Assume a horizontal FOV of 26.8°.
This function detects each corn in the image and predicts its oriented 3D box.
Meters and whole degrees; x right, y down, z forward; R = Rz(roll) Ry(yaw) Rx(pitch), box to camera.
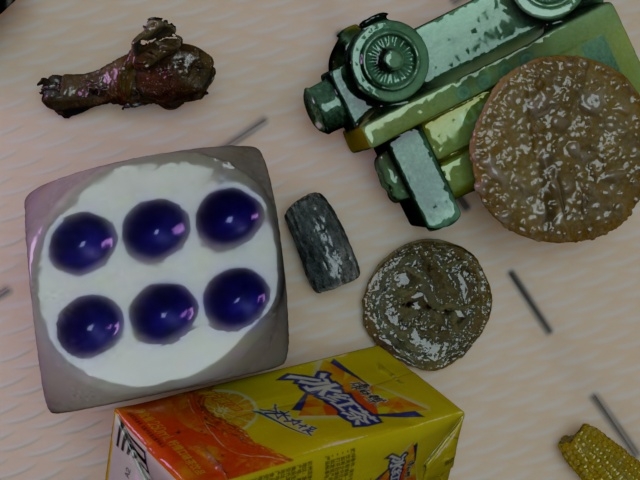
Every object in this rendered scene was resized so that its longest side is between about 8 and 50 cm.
[{"bbox_3d":[0.363,0.292,1.555,0.206,0.067,0.067,43,81,2],"label":"corn"}]

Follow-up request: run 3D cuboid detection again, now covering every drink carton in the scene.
[{"bbox_3d":[-0.031,0.218,1.382,0.351,0.154,0.111,-9,122,-39],"label":"drink carton"}]

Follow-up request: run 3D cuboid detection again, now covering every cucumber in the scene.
[{"bbox_3d":[0.001,0.002,1.541,0.064,0.064,0.112,-23,87,-9],"label":"cucumber"}]

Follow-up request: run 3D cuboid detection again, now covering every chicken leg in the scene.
[{"bbox_3d":[-0.211,-0.185,1.514,0.196,0.125,0.080,-16,70,31],"label":"chicken leg"}]

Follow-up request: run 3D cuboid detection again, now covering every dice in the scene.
[{"bbox_3d":[-0.174,0.042,1.420,0.259,0.251,0.243,-9,86,-8],"label":"dice"}]

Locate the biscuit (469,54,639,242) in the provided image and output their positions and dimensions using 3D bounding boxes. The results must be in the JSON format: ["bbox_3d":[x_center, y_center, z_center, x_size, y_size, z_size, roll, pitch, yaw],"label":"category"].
[{"bbox_3d":[0.268,-0.098,1.483,0.220,0.033,0.220,-2,100,-11],"label":"biscuit"}]

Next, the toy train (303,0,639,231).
[{"bbox_3d":[0.187,-0.180,1.542,0.397,0.160,0.253,-27,97,-8],"label":"toy train"}]

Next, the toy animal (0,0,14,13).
[{"bbox_3d":[-0.435,-0.281,1.478,0.179,0.138,0.166,43,64,-6],"label":"toy animal"}]

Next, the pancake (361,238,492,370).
[{"bbox_3d":[0.124,0.074,1.567,0.158,0.028,0.158,0,87,-8],"label":"pancake"}]
